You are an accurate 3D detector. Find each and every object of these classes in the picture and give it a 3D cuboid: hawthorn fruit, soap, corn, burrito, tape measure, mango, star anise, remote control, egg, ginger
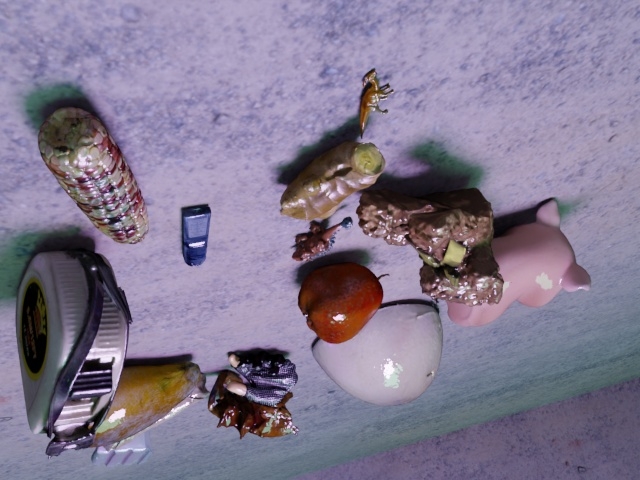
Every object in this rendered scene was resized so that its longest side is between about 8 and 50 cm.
[{"bbox_3d":[0.060,0.104,1.356,0.203,0.162,0.162,-29,154,-12],"label":"hawthorn fruit"},{"bbox_3d":[-0.495,0.503,1.749,0.145,0.091,0.230,3,155,-22],"label":"soap"},{"bbox_3d":[-0.277,-0.071,0.887,0.086,0.086,0.253,-17,155,-4],"label":"corn"},{"bbox_3d":[-0.386,0.397,1.637,0.275,0.082,0.059,-24,174,-16],"label":"burrito"},{"bbox_3d":[-0.358,0.153,1.041,0.133,0.271,0.231,4,146,-37],"label":"tape measure"},{"bbox_3d":[-0.409,0.339,1.504,0.316,0.146,0.193,-21,157,-27],"label":"mango"},{"bbox_3d":[-0.184,0.420,1.765,0.237,0.148,0.346,17,172,33],"label":"star anise"},{"bbox_3d":[-0.199,-0.003,1.120,0.044,0.027,0.152,-6,148,-14],"label":"remote control"},{"bbox_3d":[0.163,0.299,1.710,0.337,0.201,0.337,-15,150,-9],"label":"egg"},{"bbox_3d":[0.004,-0.085,1.038,0.115,0.081,0.205,11,149,-23],"label":"ginger"}]

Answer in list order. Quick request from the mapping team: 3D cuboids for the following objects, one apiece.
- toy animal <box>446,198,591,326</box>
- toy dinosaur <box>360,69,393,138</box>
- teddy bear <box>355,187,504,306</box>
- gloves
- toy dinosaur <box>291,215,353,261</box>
[{"bbox_3d":[0.385,0.071,1.436,0.256,0.195,0.213,-19,160,-5],"label":"toy animal"},{"bbox_3d":[0.074,-0.184,0.951,0.041,0.026,0.113,-7,142,-8],"label":"toy dinosaur"},{"bbox_3d":[0.194,0.021,1.209,0.296,0.246,0.222,-14,117,-45],"label":"teddy bear"},{"bbox_3d":[-0.151,0.307,1.664,0.129,0.106,0.181,-34,120,21],"label":"gloves"},{"bbox_3d":[0.000,0.000,1.218,0.055,0.049,0.154,13,144,-42],"label":"toy dinosaur"}]
